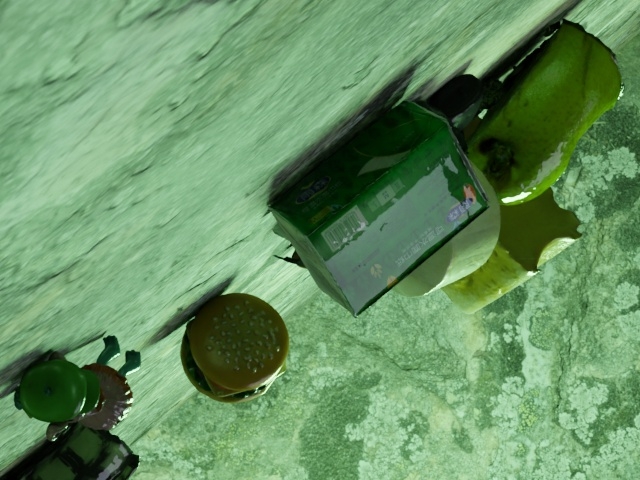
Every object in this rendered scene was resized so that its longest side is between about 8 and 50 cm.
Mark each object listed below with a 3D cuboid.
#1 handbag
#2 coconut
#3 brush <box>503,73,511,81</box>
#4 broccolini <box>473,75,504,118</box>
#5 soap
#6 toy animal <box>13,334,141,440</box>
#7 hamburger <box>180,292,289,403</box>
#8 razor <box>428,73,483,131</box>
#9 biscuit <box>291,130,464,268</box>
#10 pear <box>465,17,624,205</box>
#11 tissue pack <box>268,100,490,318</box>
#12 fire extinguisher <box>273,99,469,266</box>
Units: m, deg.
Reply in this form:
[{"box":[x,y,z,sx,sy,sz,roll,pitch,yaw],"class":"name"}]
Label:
[{"box":[-0.439,0.430,2.006,0.327,0.162,0.325,-47,-179,-16],"class":"handbag"},{"box":[0.133,-0.024,1.783,0.222,0.202,0.202,-14,158,-45],"class":"coconut"},{"box":[0.336,-0.284,2.198,0.016,0.013,0.084,-40,174,32],"class":"brush"},{"box":[0.185,-0.162,1.910,0.254,0.058,0.071,-41,133,-23],"class":"broccolini"},{"box":[0.274,-0.044,2.284,0.156,0.293,0.335,-39,177,-20],"class":"soap"},{"box":[-0.250,0.151,1.301,0.103,0.100,0.208,-1,-175,9],"class":"toy animal"},{"box":[-0.124,0.156,1.854,0.162,0.162,0.115,-38,174,-25],"class":"hamburger"},{"box":[0.171,-0.168,1.708,0.090,0.054,0.148,-43,177,-15],"class":"razor"},{"box":[0.096,-0.069,2.037,0.291,0.062,0.237,-34,172,-46],"class":"biscuit"},{"box":[0.338,-0.177,1.976,0.255,0.164,0.238,-55,-177,-23],"class":"pear"},{"box":[0.056,-0.047,1.480,0.209,0.148,0.156,-40,-144,-9],"class":"tissue pack"},{"box":[0.059,-0.046,1.648,0.294,0.118,0.093,-45,179,24],"class":"fire extinguisher"}]
